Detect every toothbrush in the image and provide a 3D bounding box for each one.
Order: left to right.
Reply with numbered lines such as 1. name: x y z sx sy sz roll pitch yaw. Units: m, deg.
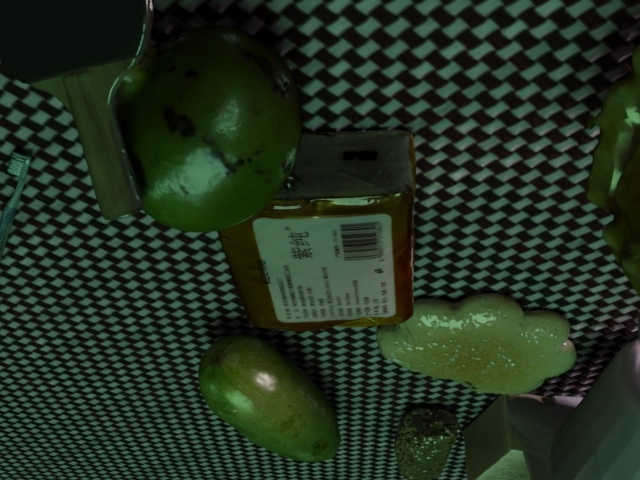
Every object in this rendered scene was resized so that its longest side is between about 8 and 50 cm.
1. toothbrush: -0.321 -0.026 0.866 0.019 0.016 0.219 18 144 -18

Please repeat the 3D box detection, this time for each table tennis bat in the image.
1. table tennis bat: -0.164 -0.133 0.560 0.138 0.022 0.246 -6 107 26

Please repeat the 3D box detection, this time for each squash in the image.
1. squash: -0.045 0.234 1.143 0.118 0.118 0.370 -11 145 20

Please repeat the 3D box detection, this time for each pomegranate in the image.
1. pomegranate: -0.107 -0.105 0.641 0.220 0.156 0.156 45 137 -2

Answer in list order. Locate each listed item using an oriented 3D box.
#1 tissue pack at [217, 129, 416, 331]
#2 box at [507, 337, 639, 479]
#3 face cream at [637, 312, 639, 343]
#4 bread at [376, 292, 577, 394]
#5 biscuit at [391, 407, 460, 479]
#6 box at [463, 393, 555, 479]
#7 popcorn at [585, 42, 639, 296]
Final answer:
1. tissue pack: 0.000 0.000 0.812 0.183 0.092 0.226 -1 147 6
2. box: 0.391 0.225 1.034 0.291 0.262 0.206 39 136 25
3. face cream: 0.479 0.039 0.779 0.145 0.145 0.370 18 144 -21
4. bread: 0.200 0.128 1.033 0.251 0.039 0.182 20 143 -22
5. biscuit: 0.155 0.306 1.278 0.082 0.070 0.168 -2 145 -8
6. box: 0.336 0.300 1.228 0.212 0.095 0.168 10 147 -10
7. popcorn: 0.323 -0.038 0.579 0.247 0.282 0.282 7 148 -28
